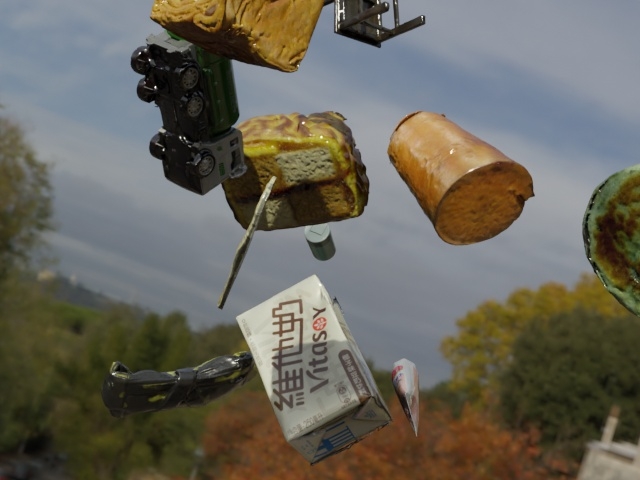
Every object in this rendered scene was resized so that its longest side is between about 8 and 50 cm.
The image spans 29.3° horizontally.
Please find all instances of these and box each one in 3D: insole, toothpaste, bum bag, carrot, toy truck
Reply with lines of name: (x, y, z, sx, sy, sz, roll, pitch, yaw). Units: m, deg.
insole: (-0.093, 0.009, 1.469, 0.011, 0.081, 0.248, 24, -39, -2)
toothpaste: (0.131, 0.228, 1.841, 0.042, 0.067, 0.194, -14, 12, 4)
bum bag: (-0.193, 0.199, 1.700, 0.232, 0.060, 0.107, -3, -36, -28)
carrot: (0.236, -0.133, 2.193, 0.196, 0.196, 0.254, 26, 21, -42)
toy truck: (-0.167, -0.190, 1.641, 0.101, 0.125, 0.243, 24, -46, 34)

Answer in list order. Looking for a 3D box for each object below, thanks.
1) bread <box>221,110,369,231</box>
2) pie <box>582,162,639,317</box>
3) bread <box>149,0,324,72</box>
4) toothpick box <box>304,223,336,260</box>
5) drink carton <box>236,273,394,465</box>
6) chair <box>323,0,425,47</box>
bread: (-0.042, -0.105, 1.884, 0.222, 0.096, 0.181, -7, -60, 15)
pie: (0.464, 0.001, 1.661, 0.240, 0.241, 0.054, 13, 18, 39)
bread: (-0.091, -0.292, 1.430, 0.143, 0.158, 0.149, 25, 1, -44)
toothpick box: (0.000, 0.000, 2.410, 0.052, 0.052, 0.083, 17, -23, 19)
drink carton: (-0.015, 0.251, 2.412, 0.325, 0.194, 0.132, 64, 5, 37)
chair: (0.033, -0.303, 1.612, 0.084, 0.102, 0.212, 11, -20, -43)
